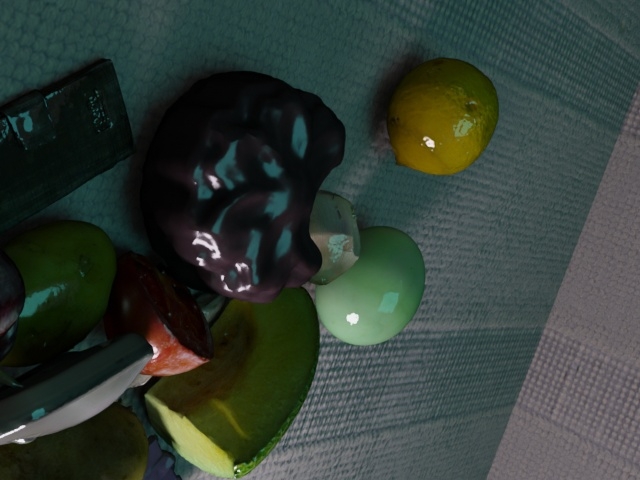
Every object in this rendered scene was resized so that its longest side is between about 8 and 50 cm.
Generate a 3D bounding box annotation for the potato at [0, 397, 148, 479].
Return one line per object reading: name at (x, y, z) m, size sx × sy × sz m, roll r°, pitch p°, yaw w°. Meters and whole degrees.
potato at (-0.417, 0.361, 1.365) m, size 0.359 × 0.219 × 0.270 m, roll -4°, pitch 75°, yaw -43°

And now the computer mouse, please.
computer mouse at (-0.352, 0.211, 1.240) m, size 0.095 × 0.197 × 0.331 m, roll 65°, pitch 23°, yaw -3°

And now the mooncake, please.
mooncake at (-0.122, -0.086, 1.503) m, size 0.350 × 0.212 × 0.381 m, roll -3°, pitch 102°, yaw -47°

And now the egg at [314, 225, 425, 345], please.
egg at (0.108, 0.094, 1.926) m, size 0.270 × 0.220 × 0.220 m, roll -50°, pitch 143°, yaw -22°

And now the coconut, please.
coconut at (0.000, 0.000, 1.751) m, size 0.170 × 0.183 × 0.171 m, roll -9°, pitch 150°, yaw -5°

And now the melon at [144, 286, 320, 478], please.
melon at (-0.138, 0.224, 1.636) m, size 0.343 × 0.331 × 0.226 m, roll -41°, pitch 109°, yaw -24°

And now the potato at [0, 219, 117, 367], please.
potato at (-0.393, 0.076, 1.311) m, size 0.253 × 0.148 × 0.186 m, roll -50°, pitch 123°, yaw -31°

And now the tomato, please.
tomato at (-0.281, 0.134, 1.480) m, size 0.139 × 0.200 × 0.233 m, roll -35°, pitch 149°, yaw 8°

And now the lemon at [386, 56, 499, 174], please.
lemon at (0.255, -0.264, 1.901) m, size 0.253 × 0.228 × 0.228 m, roll -61°, pitch 145°, yaw -13°

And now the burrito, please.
burrito at (-0.261, 0.170, 1.627) m, size 0.275 × 0.059 × 0.082 m, roll -40°, pitch 169°, yaw -34°

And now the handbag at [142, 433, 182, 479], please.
handbag at (-0.348, 0.475, 1.649) m, size 0.269 × 0.118 × 0.326 m, roll -43°, pitch 147°, yaw -27°

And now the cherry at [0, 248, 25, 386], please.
cherry at (-0.480, 0.088, 1.099) m, size 0.218 × 0.296 × 0.255 m, roll -38°, pitch 165°, yaw -54°

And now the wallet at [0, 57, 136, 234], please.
wallet at (-0.398, -0.121, 1.284) m, size 0.317 × 0.044 × 0.169 m, roll -38°, pitch 136°, yaw -35°
